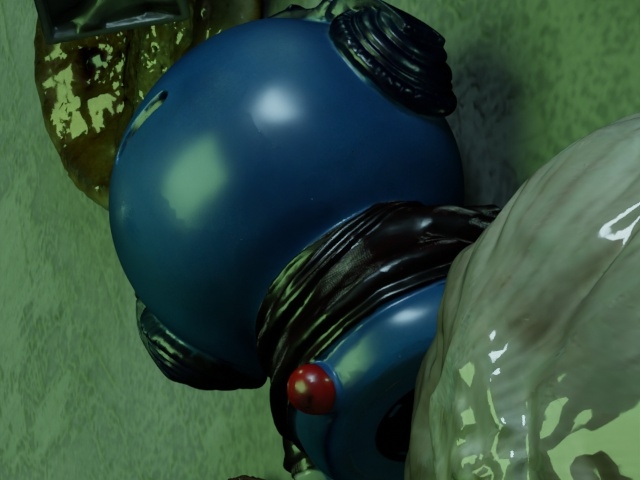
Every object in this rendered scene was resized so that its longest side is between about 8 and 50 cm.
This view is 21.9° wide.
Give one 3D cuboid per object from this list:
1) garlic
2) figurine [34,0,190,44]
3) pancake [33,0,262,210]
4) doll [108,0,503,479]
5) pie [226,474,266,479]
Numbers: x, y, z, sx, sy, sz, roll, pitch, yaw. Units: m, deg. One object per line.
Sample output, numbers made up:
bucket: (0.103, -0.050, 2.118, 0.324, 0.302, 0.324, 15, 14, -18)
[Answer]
garlic: (0.168, 0.094, 0.723, 0.317, 0.259, 0.317, -16, 71, 62)
figurine: (-0.160, -0.317, 1.325, 0.342, 0.167, 0.285, -26, 49, 20)
pancake: (-0.161, -0.188, 1.478, 0.356, 0.065, 0.356, -8, 80, 54)
doll: (0.000, 0.000, 1.041, 0.284, 0.240, 0.310, -50, 49, 22)
pie: (-0.078, 0.284, 1.287, 0.219, 0.054, 0.204, -47, 47, 45)
